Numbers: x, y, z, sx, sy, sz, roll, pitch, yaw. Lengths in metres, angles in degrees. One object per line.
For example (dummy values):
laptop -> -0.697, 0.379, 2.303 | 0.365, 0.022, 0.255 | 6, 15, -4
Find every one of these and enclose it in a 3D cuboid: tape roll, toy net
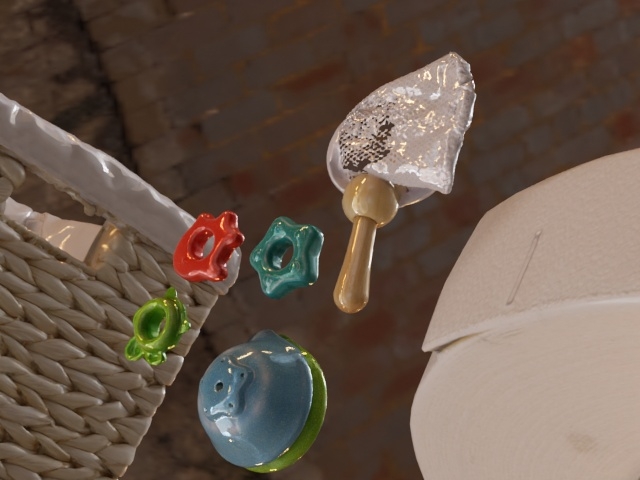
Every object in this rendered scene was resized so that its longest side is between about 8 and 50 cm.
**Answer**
tape roll -> 0.222, 0.104, 0.663 | 0.392, 0.392, 0.072 | 41, -121, -27
toy net -> 0.000, 0.000, 0.879 | 0.045, 0.122, 0.232 | 27, -75, -46

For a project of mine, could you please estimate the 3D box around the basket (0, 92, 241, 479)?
basket -> -0.309, 0.033, 1.333 | 0.328, 0.331, 0.266 | 35, -105, -37
